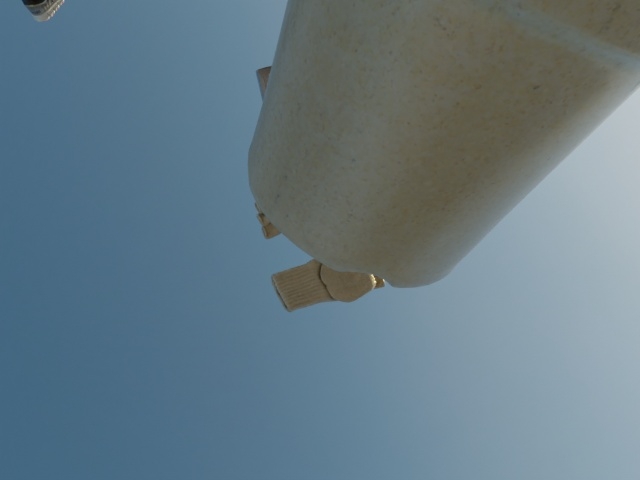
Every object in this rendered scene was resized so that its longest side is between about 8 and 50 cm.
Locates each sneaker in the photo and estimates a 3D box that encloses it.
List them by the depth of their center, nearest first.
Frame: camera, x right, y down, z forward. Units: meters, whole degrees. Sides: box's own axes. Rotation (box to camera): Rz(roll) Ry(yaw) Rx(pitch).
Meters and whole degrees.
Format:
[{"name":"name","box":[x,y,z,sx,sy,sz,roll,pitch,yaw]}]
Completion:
[{"name":"sneaker","box":[-0.581,-0.557,1.303,0.063,0.075,0.170,36,-92,22]}]

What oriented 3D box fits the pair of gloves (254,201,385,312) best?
[{"name":"pair of gloves","box":[0.000,0.000,1.049,0.204,0.042,0.240,-8,-116,-23]}]

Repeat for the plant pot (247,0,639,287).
[{"name":"plant pot","box":[0.091,-0.141,0.495,0.333,0.305,0.334,19,-144,-14]}]

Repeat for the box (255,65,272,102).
[{"name":"box","box":[-0.107,-0.313,1.497,0.056,0.183,0.231,-14,-75,-4]}]
